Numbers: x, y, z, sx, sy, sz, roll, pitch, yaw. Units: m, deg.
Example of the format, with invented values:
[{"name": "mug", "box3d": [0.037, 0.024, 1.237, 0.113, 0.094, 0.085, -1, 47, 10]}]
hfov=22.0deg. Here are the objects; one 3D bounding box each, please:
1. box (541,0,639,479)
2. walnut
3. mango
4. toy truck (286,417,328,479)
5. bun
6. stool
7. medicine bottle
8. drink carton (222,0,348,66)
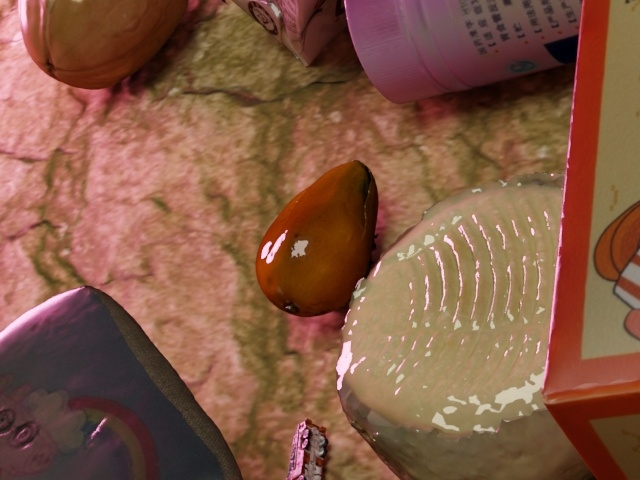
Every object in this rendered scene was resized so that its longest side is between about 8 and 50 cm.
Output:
[{"name": "box", "box3d": [0.317, 0.020, 0.982, 0.257, 0.318, 0.348, -9, 48, 26]}, {"name": "walnut", "box3d": [-0.230, -0.255, 1.737, 0.165, 0.165, 0.197, 15, 55, 42]}, {"name": "mango", "box3d": [0.002, 0.004, 1.401, 0.105, 0.084, 0.159, -25, 20, 37]}, {"name": "toy truck", "box3d": [-0.013, 0.180, 1.290, 0.032, 0.024, 0.083, -36, 34, 37]}, {"name": "bun", "box3d": [0.144, 0.084, 1.171, 0.259, 0.152, 0.259, -20, 41, 18]}, {"name": "stool", "box3d": [-0.178, 0.241, 1.202, 0.310, 0.226, 0.310, -41, 42, -2]}, {"name": "medicine bottle", "box3d": [0.163, -0.217, 1.428, 0.254, 0.152, 0.152, -13, 47, 27]}, {"name": "drink carton", "box3d": [0.000, -0.314, 1.500, 0.132, 0.324, 0.194, 42, 81, 13]}]
